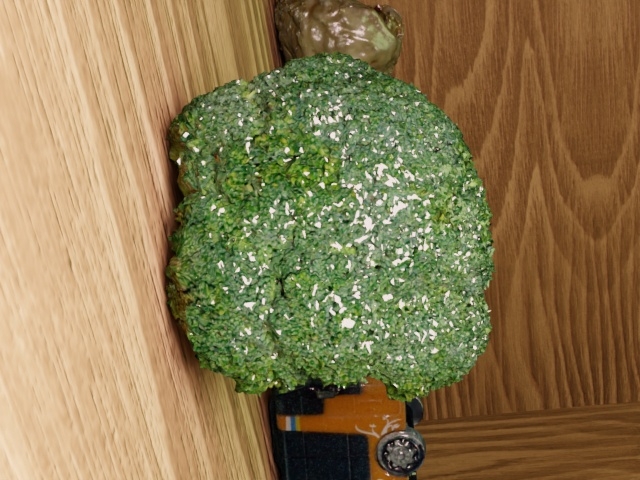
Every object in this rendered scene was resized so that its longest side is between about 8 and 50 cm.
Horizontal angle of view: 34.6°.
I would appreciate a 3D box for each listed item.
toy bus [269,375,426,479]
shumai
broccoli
[{"bbox_3d":[0.035,0.253,1.138,0.138,0.167,0.275,-75,163,-73],"label":"toy bus"},{"bbox_3d":[0.009,-0.251,1.528,0.256,0.189,0.218,-171,-87,-81],"label":"shumai"},{"bbox_3d":[0.000,0.000,0.827,0.308,0.275,0.308,19,56,-32],"label":"broccoli"}]
